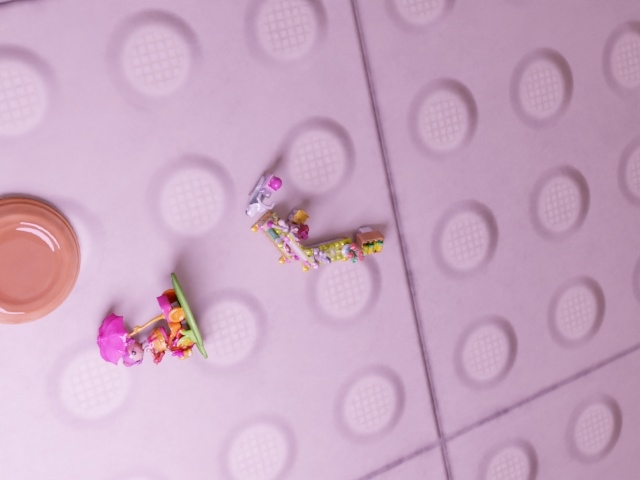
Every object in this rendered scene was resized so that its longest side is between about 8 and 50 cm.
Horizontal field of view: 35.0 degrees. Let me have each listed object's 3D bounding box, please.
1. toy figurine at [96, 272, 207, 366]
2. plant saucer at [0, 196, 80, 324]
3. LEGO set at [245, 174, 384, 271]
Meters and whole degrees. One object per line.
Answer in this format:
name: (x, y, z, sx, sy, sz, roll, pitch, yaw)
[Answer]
toy figurine: (-0.282, 0.156, 1.658, 0.159, 0.130, 0.173, -23, 134, -9)
plant saucer: (-0.465, 0.034, 1.562, 0.200, 0.037, 0.199, -5, 100, -28)
LEGO set: (0.000, 0.000, 1.765, 0.287, 0.107, 0.132, 26, 86, -29)
